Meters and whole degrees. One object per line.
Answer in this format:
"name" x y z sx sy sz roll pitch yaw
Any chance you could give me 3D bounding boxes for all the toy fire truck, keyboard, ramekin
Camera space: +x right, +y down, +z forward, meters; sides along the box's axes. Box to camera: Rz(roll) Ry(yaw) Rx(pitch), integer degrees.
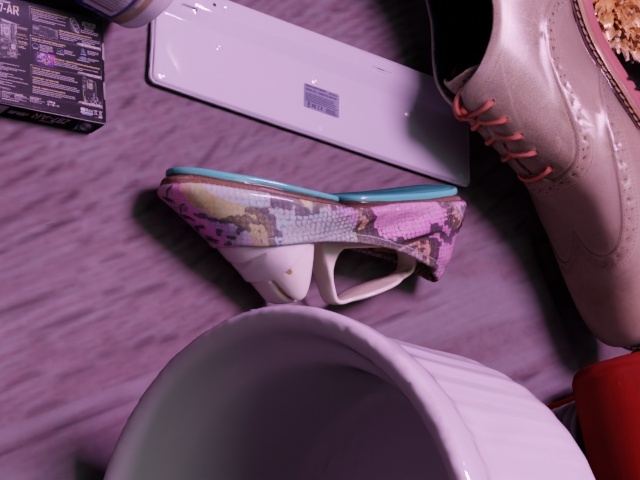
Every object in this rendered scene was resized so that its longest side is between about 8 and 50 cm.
"toy fire truck" 0.148 0.106 1.133 0.246 0.217 0.158 -6 77 -25
"keyboard" -0.001 -0.098 1.211 0.256 0.014 0.072 16 69 -34
"ramekin" 0.017 0.176 0.953 0.135 0.277 0.277 10 67 -44

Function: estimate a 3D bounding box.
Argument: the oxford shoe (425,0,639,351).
"oxford shoe" 0.138 -0.081 1.251 0.130 0.123 0.348 -18 87 -32

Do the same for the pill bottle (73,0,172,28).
"pill bottle" -0.156 -0.197 1.063 0.169 0.094 0.094 27 58 -29

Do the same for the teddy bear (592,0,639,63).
"teddy bear" 0.238 -0.280 1.397 0.245 0.113 0.338 22 63 -25

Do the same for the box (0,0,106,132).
"box" -0.163 -0.101 1.072 0.083 0.018 0.067 9 68 -37

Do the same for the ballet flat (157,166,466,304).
"ballet flat" 0.000 0.000 1.140 0.221 0.077 0.079 3 91 -39
